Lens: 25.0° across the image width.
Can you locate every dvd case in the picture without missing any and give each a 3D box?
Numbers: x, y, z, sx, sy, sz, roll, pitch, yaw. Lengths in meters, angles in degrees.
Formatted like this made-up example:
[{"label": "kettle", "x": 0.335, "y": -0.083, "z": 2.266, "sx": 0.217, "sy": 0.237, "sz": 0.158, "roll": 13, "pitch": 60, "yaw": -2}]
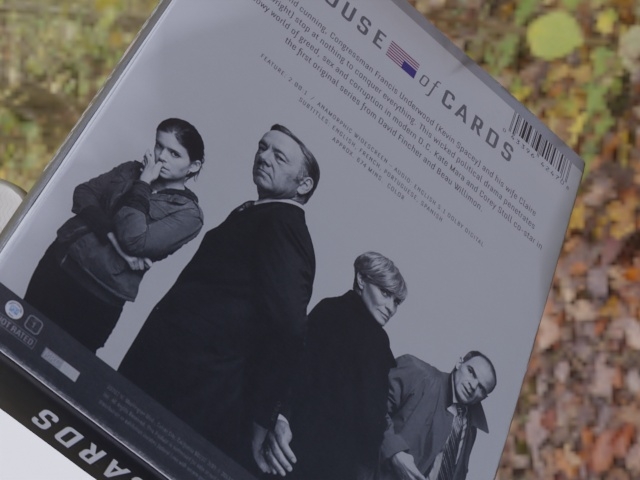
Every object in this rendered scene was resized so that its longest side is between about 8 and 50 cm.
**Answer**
[{"label": "dvd case", "x": 0.000, "y": 0.000, "z": 0.486, "sx": 0.029, "sy": 0.179, "sz": 0.238, "roll": -35, "pitch": 22, "yaw": 43}]

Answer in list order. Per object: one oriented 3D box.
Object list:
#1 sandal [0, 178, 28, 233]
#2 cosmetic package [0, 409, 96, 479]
[{"label": "sandal", "x": -0.220, "y": -0.003, "z": 0.655, "sx": 0.049, "sy": 0.180, "sz": 0.072, "roll": 130, "pitch": 144, "yaw": -80}, {"label": "cosmetic package", "x": -0.129, "y": 0.124, "z": 1.112, "sx": 0.155, "sy": 0.197, "sz": 0.365, "roll": 43, "pitch": 124, "yaw": 27}]
